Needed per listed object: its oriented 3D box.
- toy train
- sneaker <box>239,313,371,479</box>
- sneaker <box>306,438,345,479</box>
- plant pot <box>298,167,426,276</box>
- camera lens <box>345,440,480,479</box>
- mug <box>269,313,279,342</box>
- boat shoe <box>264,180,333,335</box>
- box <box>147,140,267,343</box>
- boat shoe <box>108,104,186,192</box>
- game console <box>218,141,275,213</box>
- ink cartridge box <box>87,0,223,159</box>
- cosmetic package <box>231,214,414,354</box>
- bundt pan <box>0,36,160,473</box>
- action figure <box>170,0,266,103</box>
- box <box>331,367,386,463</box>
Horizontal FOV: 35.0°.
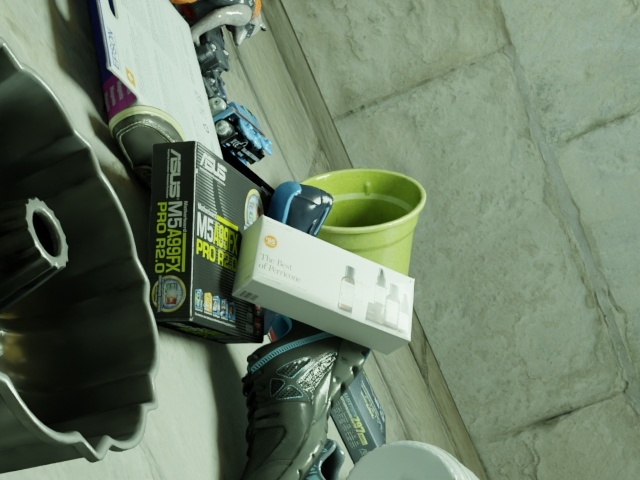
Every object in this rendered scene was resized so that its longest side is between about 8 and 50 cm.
[{"bbox_3d":[-0.152,-0.194,1.798,0.105,0.080,0.184,62,10,18],"label":"toy train"},{"bbox_3d":[-0.053,0.219,1.292,0.140,0.125,0.341,29,40,0],"label":"sneaker"},{"bbox_3d":[0.008,0.371,1.301,0.104,0.125,0.261,51,20,-58],"label":"sneaker"},{"bbox_3d":[0.072,0.027,2.005,0.276,0.276,0.254,-92,179,-62],"label":"plant pot"},{"bbox_3d":[0.163,0.453,1.673,0.274,0.219,0.219,48,23,-62],"label":"camera lens"},{"bbox_3d":[-0.041,0.097,1.672,0.169,0.113,0.150,58,12,-32],"label":"mug"},{"bbox_3d":[-0.045,0.040,1.453,0.109,0.089,0.258,-110,-147,-45],"label":"boat shoe"},{"bbox_3d":[-0.137,0.013,1.291,0.270,0.060,0.216,38,52,-71],"label":"box"},{"bbox_3d":[-0.200,-0.096,1.318,0.223,0.080,0.073,58,8,-62],"label":"boat shoe"},{"bbox_3d":[-0.099,-0.072,1.704,0.213,0.044,0.361,41,-2,4],"label":"game console"},{"bbox_3d":[-0.256,-0.263,1.415,0.330,0.071,0.324,45,25,-57],"label":"ink cartridge box"},{"bbox_3d":[0.009,0.059,1.314,0.239,0.060,0.099,22,53,-23],"label":"cosmetic package"},{"bbox_3d":[-0.245,0.016,0.723,0.331,0.124,0.330,-22,90,-79],"label":"bundt pan"},{"bbox_3d":[-0.188,-0.424,1.812,0.330,0.179,0.341,25,44,-66],"label":"action figure"},{"bbox_3d":[0.057,0.292,1.907,0.183,0.059,0.232,-77,144,-71],"label":"box"}]
